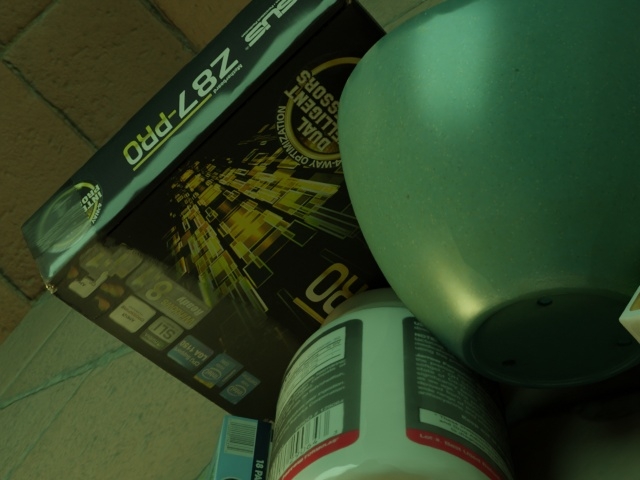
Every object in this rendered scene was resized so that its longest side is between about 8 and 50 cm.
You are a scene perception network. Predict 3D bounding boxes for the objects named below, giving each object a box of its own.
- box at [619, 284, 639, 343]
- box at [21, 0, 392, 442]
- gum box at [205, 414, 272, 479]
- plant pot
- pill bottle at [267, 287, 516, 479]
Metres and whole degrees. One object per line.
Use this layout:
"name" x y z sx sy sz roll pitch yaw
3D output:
"box" 0.347 -0.019 0.886 0.262 0.127 0.231 -52 14 -29
"box" 0.000 0.000 1.239 0.318 0.395 0.097 -41 43 7
"gum box" -0.080 0.251 1.141 0.184 0.041 0.157 108 171 -46
"plant pot" 0.158 -0.012 1.042 0.290 0.290 0.195 -33 44 38
"pill bottle" 0.052 0.156 1.091 0.176 0.176 0.318 -40 16 17
